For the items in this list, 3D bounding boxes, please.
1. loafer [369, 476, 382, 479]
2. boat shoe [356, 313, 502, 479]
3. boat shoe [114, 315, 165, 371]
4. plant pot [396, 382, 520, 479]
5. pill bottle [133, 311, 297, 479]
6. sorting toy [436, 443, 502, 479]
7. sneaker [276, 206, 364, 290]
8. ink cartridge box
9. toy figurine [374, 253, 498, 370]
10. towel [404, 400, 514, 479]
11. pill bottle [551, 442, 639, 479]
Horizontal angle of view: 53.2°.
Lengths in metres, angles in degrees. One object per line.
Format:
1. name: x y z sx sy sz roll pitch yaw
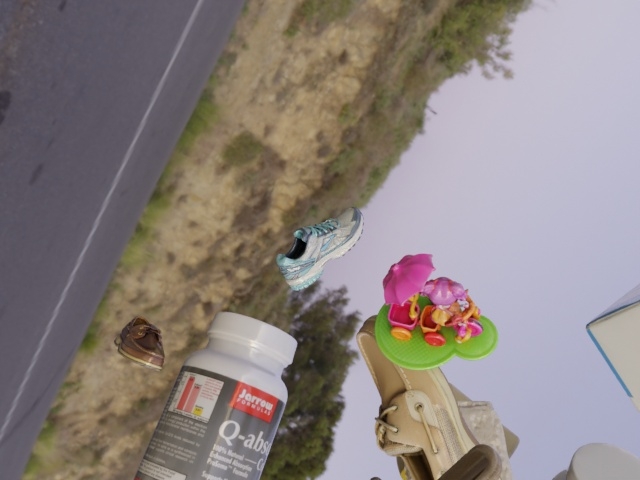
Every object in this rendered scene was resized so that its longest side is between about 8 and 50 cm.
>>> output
1. loafer: 0.136 0.668 1.595 0.050 0.056 0.147 -42 -136 53
2. boat shoe: 0.137 0.265 0.918 0.110 0.341 0.121 -24 159 -22
3. boat shoe: -0.287 0.162 1.028 0.178 0.064 0.060 13 -105 62
4. plant pot: 0.291 0.486 1.429 0.212 0.212 0.187 -56 167 17
5. pill bottle: -0.184 0.329 1.177 0.210 0.210 0.362 136 -24 -67
6. sorting toy: 0.004 0.287 0.466 0.229 0.041 0.307 -26 153 -43
7. sneaker: 0.000 0.000 1.704 0.283 0.122 0.110 -47 -150 -15
8. ink cartridge box: 0.231 0.065 0.399 0.122 0.088 0.052 -15 161 -48
9. toy figurine: 0.146 0.084 0.837 0.159 0.173 0.130 70 35 -54
10. towel: 0.237 0.411 1.102 0.049 0.187 0.282 99 -9 -53
11. pill bottle: 0.470 0.509 1.111 0.176 0.177 0.318 -73 166 -58
